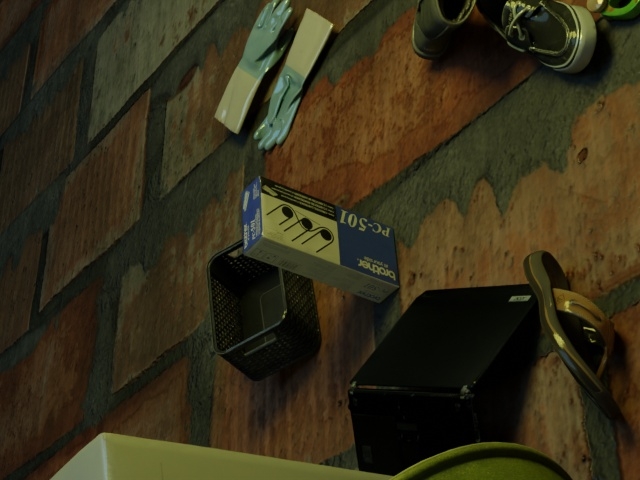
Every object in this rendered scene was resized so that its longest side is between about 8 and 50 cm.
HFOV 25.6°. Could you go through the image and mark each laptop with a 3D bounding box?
[{"bbox_3d":[0.149,0.191,1.579,0.234,0.136,0.264,-8,91,58],"label":"laptop"}]

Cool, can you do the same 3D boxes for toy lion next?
[{"bbox_3d":[0.348,-0.289,1.541,0.096,0.034,0.100,21,90,53],"label":"toy lion"}]

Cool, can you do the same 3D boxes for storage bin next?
[{"bbox_3d":[-0.079,0.085,1.919,0.122,0.084,0.180,-29,45,20],"label":"storage bin"}]

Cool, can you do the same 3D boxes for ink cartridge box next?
[{"bbox_3d":[0.000,0.000,1.751,0.046,0.207,0.097,-42,39,39],"label":"ink cartridge box"}]

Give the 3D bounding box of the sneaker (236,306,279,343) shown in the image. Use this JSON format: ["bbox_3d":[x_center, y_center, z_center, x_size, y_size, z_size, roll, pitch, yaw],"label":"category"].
[{"bbox_3d":[-0.085,0.147,1.972,0.098,0.038,0.069,-62,29,13],"label":"sneaker"}]

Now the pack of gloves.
[{"bbox_3d":[-0.062,-0.259,2.212,0.195,0.046,0.232,39,109,48],"label":"pack of gloves"}]

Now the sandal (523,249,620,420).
[{"bbox_3d":[0.262,0.083,1.413,0.060,0.090,0.219,-31,35,17],"label":"sandal"}]

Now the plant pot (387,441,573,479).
[{"bbox_3d":[0.186,0.404,1.087,0.353,0.366,0.367,35,103,48],"label":"plant pot"}]

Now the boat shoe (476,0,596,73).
[{"bbox_3d":[0.244,-0.249,1.631,0.219,0.070,0.078,-130,51,-61],"label":"boat shoe"}]

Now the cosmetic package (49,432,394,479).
[{"bbox_3d":[-0.112,0.431,1.441,0.327,0.393,0.329,-42,45,42],"label":"cosmetic package"}]

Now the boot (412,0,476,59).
[{"bbox_3d":[0.156,-0.329,1.755,0.208,0.076,0.190,81,-169,-80],"label":"boot"}]
